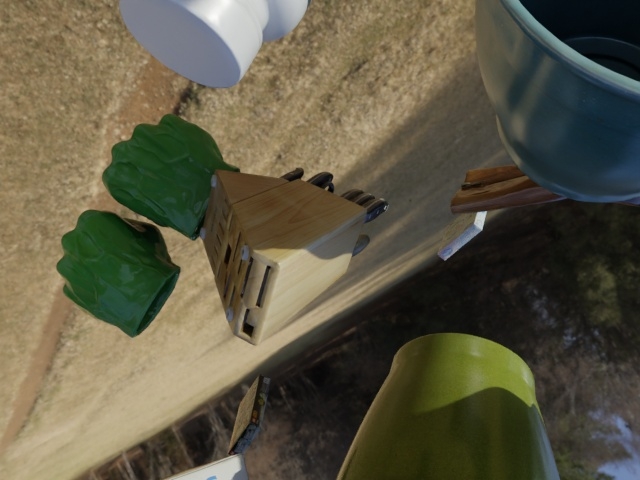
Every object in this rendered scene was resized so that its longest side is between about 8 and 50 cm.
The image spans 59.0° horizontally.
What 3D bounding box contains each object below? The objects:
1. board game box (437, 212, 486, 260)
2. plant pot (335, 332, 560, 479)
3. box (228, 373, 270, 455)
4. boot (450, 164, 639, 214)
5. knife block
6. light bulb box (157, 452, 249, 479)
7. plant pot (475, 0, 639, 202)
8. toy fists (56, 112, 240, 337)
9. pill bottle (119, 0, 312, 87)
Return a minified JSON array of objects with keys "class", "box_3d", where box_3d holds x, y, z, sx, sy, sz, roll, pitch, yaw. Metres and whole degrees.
[{"class":"board game box","box_3d":[0.243,-0.019,0.964,0.090,0.020,0.090,-46,-175,39]},{"class":"plant pot","box_3d":[0.197,0.346,0.851,0.366,0.366,0.353,-38,-159,41]},{"class":"box","box_3d":[-0.137,0.339,1.097,0.094,0.027,0.137,-58,-169,23]},{"class":"boot","box_3d":[0.302,-0.072,0.703,0.280,0.096,0.264,-5,-157,22]},{"class":"knife block","box_3d":[0.000,0.000,0.629,0.242,0.276,0.088,6,116,-24]},{"class":"light bulb box","box_3d":[-0.228,0.565,0.888,0.225,0.361,0.358,-8,159,-31]},{"class":"plant pot","box_3d":[0.240,-0.152,0.423,0.271,0.272,0.255,-30,161,-1]},{"class":"toy fists","box_3d":[-0.221,-0.022,0.706,0.279,0.142,0.096,-57,178,12]},{"class":"pill bottle","box_3d":[-0.044,-0.193,0.359,0.108,0.108,0.180,117,-2,-74]}]
